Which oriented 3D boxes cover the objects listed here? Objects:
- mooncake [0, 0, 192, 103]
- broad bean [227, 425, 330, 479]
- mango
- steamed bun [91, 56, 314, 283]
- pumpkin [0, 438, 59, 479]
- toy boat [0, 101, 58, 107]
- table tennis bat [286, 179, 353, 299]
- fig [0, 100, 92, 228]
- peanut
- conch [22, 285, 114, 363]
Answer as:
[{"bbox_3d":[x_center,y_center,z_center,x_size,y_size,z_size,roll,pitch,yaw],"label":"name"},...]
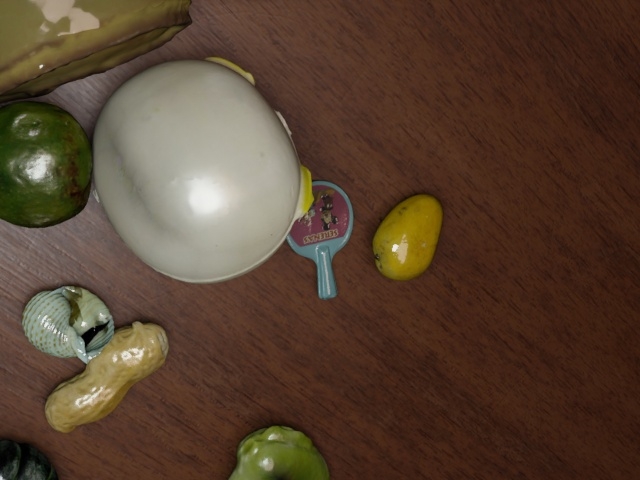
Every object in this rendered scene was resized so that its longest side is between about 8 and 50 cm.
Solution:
[{"bbox_3d":[-0.407,-0.369,1.175,0.394,0.393,0.246,-14,112,24],"label":"mooncake"},{"bbox_3d":[-0.089,0.515,1.565,0.238,0.119,0.291,-26,113,-24],"label":"broad bean"},{"bbox_3d":[0.185,-0.009,1.568,0.137,0.098,0.195,40,78,-22],"label":"mango"},{"bbox_3d":[-0.202,-0.114,1.255,0.334,0.334,0.373,-28,84,-14],"label":"steamed bun"},{"bbox_3d":[-0.568,0.459,1.334,0.221,0.162,0.220,-3,101,-17],"label":"pumpkin"},{"bbox_3d":[-0.485,-0.137,1.284,0.116,0.061,0.188,-10,105,-21],"label":"toy boat"},{"bbox_3d":[0.000,0.000,1.529,0.153,0.040,0.244,-11,102,-20],"label":"table tennis bat"},{"bbox_3d":[-0.472,-0.106,1.161,0.245,0.195,0.195,-17,108,-17],"label":"fig"},{"bbox_3d":[-0.391,0.248,1.392,0.117,0.101,0.263,44,87,-3],"label":"peanut"},{"bbox_3d":[-0.446,0.148,1.342,0.153,0.102,0.135,48,57,-5],"label":"conch"}]
